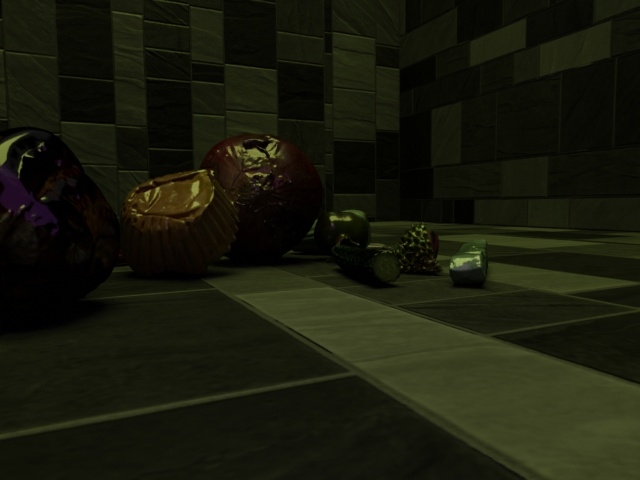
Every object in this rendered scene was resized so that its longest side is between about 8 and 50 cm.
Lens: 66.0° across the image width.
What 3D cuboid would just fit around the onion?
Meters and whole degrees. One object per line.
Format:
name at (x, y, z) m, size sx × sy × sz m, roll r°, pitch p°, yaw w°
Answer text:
onion at (-0.172, -0.111, 1.288) m, size 0.353 × 0.354 × 0.353 m, roll 0°, pitch 4°, yaw 0°

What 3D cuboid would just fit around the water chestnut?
water chestnut at (-0.432, -0.013, 0.686) m, size 0.244 × 0.289 × 0.289 m, roll -32°, pitch -5°, yaw 15°

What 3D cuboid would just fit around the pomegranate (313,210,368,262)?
pomegranate at (0.061, -0.001, 1.311) m, size 0.152 × 0.131 × 0.191 m, roll 4°, pitch 26°, yaw -11°

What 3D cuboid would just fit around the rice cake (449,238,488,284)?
rice cake at (0.313, 0.043, 1.023) m, size 0.066 × 0.063 × 0.336 m, roll -8°, pitch 3°, yaw 19°

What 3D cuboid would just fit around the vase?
vase at (0.024, -0.017, 1.484) m, size 0.248 × 0.128 × 0.128 m, roll -9°, pitch 2°, yaw 13°

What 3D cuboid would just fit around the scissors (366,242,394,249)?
scissors at (0.216, 0.024, 1.607) m, size 0.100 × 0.015 × 0.189 m, roll -6°, pitch 9°, yaw -42°

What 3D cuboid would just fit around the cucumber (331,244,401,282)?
cucumber at (0.078, 0.044, 1.017) m, size 0.067 × 0.068 × 0.293 m, roll -2°, pitch 3°, yaw -16°

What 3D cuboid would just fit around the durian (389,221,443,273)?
durian at (0.205, 0.012, 1.111) m, size 0.119 × 0.108 × 0.186 m, roll 0°, pitch 4°, yaw 5°

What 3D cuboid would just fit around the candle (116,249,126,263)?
candle at (-0.522, 0.036, 1.235) m, size 0.301 × 0.059 × 0.084 m, roll -6°, pitch 18°, yaw -34°

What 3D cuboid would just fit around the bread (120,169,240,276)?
bread at (-0.319, -0.045, 1.073) m, size 0.274 × 0.274 × 0.149 m, roll 1°, pitch -39°, yaw 16°
